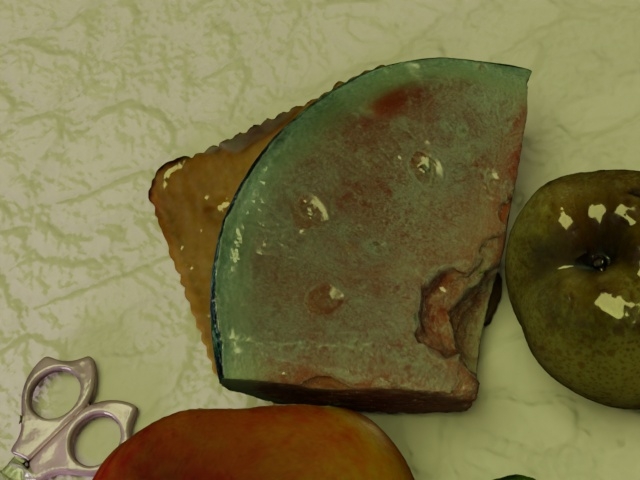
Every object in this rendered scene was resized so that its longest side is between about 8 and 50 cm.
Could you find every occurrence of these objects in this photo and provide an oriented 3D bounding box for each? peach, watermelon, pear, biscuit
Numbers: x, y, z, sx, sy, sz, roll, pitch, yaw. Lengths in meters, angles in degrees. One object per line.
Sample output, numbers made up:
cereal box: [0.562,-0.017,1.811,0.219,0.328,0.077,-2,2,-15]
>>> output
peach: [-0.050,0.249,1.228,0.249,0.245,0.274,-21,73,38]
watermelon: [0.052,0.015,1.317,0.226,0.148,0.318,43,74,10]
pear: [0.208,0.032,1.257,0.167,0.136,0.167,-6,68,15]
biscuit: [0.000,0.000,1.398,0.232,0.013,0.237,-24,65,6]

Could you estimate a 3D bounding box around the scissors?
scissors: [-0.233,0.182,1.390,0.212,0.021,0.110,-45,68,-4]

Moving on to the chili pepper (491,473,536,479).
chili pepper: [0.122,0.259,1.244,0.052,0.050,0.201,-16,54,53]
